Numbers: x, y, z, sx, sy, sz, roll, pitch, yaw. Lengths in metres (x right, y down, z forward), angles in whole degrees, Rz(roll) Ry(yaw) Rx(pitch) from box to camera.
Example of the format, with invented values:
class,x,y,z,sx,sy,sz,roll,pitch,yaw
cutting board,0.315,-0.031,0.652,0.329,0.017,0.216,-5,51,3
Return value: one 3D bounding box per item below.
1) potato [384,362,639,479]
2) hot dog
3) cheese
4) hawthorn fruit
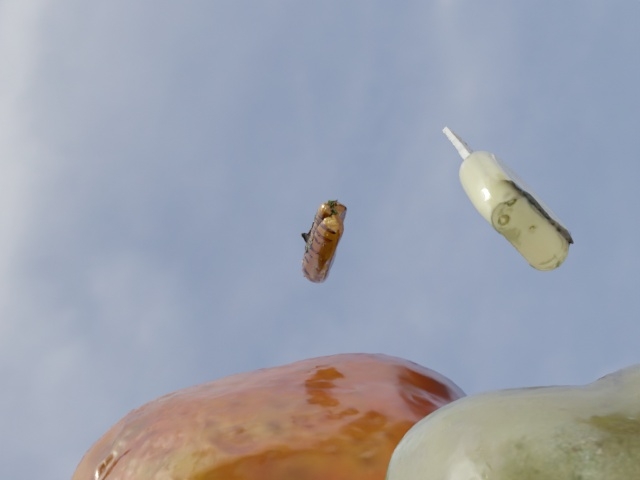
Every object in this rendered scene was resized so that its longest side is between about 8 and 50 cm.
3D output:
class,x,y,z,sx,sy,sz,roll,pitch,yaw
potato,0.187,0.176,0.790,0.326,0.243,0.221,9,-131,2
hot dog,0.000,0.000,1.568,0.037,0.122,0.049,9,-124,-4
cheese,0.180,-0.062,1.754,0.054,0.251,0.127,-43,-60,8
hawthorn fruit,-0.019,0.325,1.488,0.472,0.472,0.471,-1,-89,-37
